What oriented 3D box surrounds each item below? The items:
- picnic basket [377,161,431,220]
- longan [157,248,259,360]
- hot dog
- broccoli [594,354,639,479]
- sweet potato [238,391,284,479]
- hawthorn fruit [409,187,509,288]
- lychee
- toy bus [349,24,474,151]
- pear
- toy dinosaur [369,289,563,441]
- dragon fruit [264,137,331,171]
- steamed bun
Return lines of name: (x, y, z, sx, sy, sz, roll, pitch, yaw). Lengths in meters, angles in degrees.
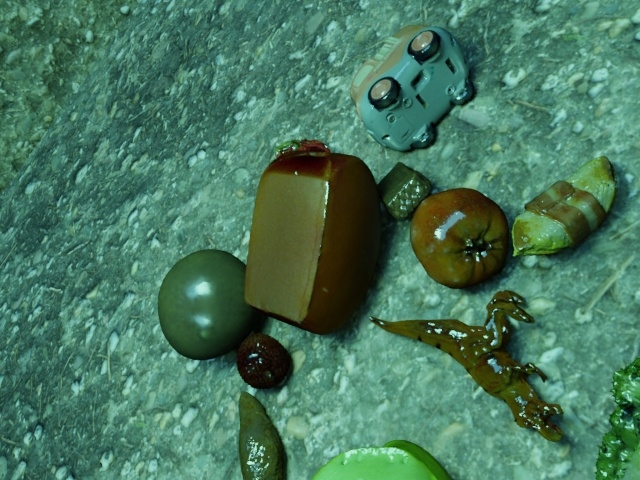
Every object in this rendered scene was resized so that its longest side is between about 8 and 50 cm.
picnic basket: (0.173, -0.113, 1.270, 0.110, 0.055, 0.193, -48, 16, 9)
longan: (-0.262, 0.149, 1.383, 0.258, 0.258, 0.257, -14, 63, 28)
hot dog: (0.459, -0.046, 1.095, 0.262, 0.093, 0.123, -35, 44, -2)
broccoli: (0.515, 0.307, 0.786, 0.321, 0.284, 0.303, -9, 75, 50)
sweet potato: (-0.131, 0.481, 1.253, 0.114, 0.092, 0.341, -34, 53, 37)
hawthorn fruit: (0.267, -0.018, 1.173, 0.196, 0.197, 0.225, -48, 24, 7)
lychee: (-0.133, 0.271, 1.330, 0.123, 0.123, 0.129, -31, 43, 19)
toy bus: (0.190, -0.367, 1.354, 0.287, 0.194, 0.232, -49, 44, 7)
pear: (0.117, 0.503, 0.996, 0.343, 0.238, 0.317, 0, 55, 21)
toy dinosaur: (0.301, 0.182, 1.101, 0.432, 0.097, 0.208, 37, 102, 42)
dragon fruit: (-0.056, -0.167, 1.447, 0.160, 0.167, 0.172, 55, 144, -2)
steamed bun: (0.000, 0.000, 1.269, 0.235, 0.248, 0.378, 12, 96, 35)
